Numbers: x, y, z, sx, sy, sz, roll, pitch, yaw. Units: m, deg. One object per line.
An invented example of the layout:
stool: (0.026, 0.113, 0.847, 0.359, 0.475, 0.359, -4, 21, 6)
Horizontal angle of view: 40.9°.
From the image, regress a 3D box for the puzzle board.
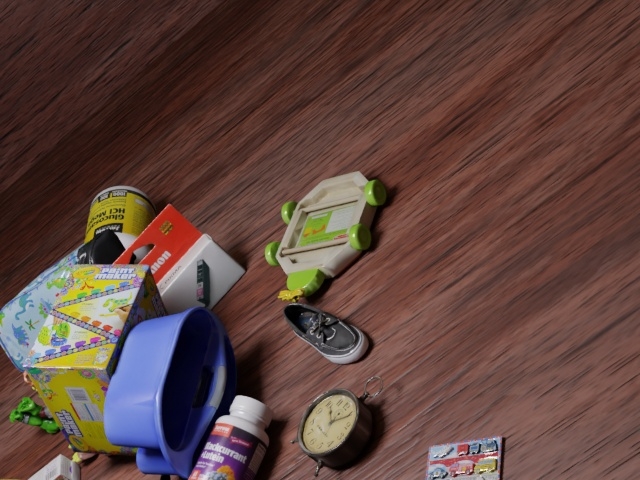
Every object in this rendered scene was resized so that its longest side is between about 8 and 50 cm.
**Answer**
puzzle board: (0.213, 0.345, 1.291, 0.128, 0.011, 0.096, -19, 41, 35)

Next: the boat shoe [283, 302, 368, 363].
boat shoe: (0.002, 0.168, 1.656, 0.080, 0.076, 0.228, -51, 33, -9)

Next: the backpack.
backpack: (-0.606, 0.180, 2.086, 0.355, 0.290, 0.273, -20, 14, 34)

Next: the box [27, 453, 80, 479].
box: (-0.676, 0.604, 1.932, 0.324, 0.063, 0.067, -39, 32, 10)

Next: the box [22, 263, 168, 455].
box: (-0.435, 0.247, 1.787, 0.177, 0.290, 0.279, 0, 42, 12)

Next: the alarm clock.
alarm clock: (0.040, 0.308, 1.471, 0.192, 0.064, 0.129, -48, 33, -1)

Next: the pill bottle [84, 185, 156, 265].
pill bottle: (-0.541, 0.014, 2.318, 0.188, 0.188, 0.334, -34, 34, 16)

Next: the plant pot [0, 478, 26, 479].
plant pot: (-0.583, 0.602, 1.719, 0.187, 0.212, 0.212, -19, 39, 16)

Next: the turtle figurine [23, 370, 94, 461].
turtle figurine: (-0.573, 0.374, 1.928, 0.087, 0.217, 0.269, -30, 27, -27)

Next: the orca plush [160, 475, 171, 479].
orca plush: (-0.320, 0.549, 1.566, 0.151, 0.102, 0.287, -24, 38, 29)

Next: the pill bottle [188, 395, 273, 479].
pill bottle: (-0.159, 0.386, 1.562, 0.108, 0.108, 0.193, -7, 49, 44)

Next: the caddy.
caddy: (-0.263, 0.291, 1.650, 0.179, 0.241, 0.341, -10, 45, 22)

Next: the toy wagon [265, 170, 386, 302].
toy wagon: (0.000, 0.000, 1.853, 0.267, 0.068, 0.344, -12, 46, 41)

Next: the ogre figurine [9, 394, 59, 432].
ogre figurine: (-0.641, 0.402, 2.066, 0.197, 0.118, 0.097, -44, 31, 0)

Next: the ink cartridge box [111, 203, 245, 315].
ink cartridge box: (-0.346, 0.093, 1.971, 0.275, 0.239, 0.060, -48, 33, -4)
